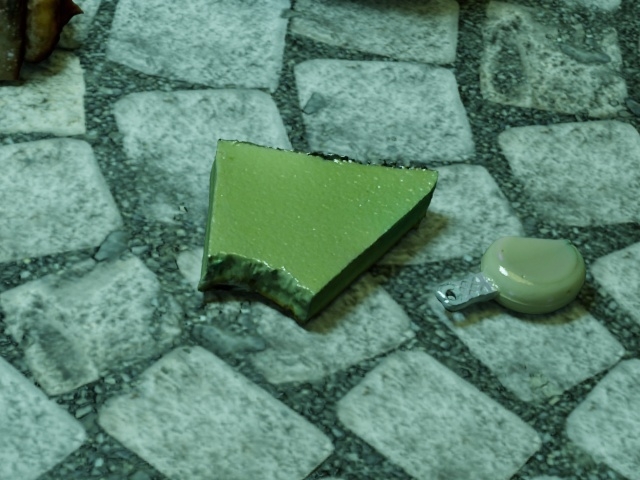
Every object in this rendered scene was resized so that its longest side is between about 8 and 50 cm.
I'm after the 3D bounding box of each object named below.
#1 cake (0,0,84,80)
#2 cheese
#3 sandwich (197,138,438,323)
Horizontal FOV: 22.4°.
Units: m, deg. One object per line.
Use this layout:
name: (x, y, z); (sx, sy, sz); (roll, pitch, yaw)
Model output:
cake: (-0.409, -0.303, 1.810); (0.293, 0.199, 0.196); (7, 40, -8)
cheese: (0.196, 0.036, 1.699); (0.171, 0.047, 0.092); (-1, 44, -14)
sandwich: (0.000, 0.000, 1.686); (0.245, 0.063, 0.212); (7, 46, -5)
